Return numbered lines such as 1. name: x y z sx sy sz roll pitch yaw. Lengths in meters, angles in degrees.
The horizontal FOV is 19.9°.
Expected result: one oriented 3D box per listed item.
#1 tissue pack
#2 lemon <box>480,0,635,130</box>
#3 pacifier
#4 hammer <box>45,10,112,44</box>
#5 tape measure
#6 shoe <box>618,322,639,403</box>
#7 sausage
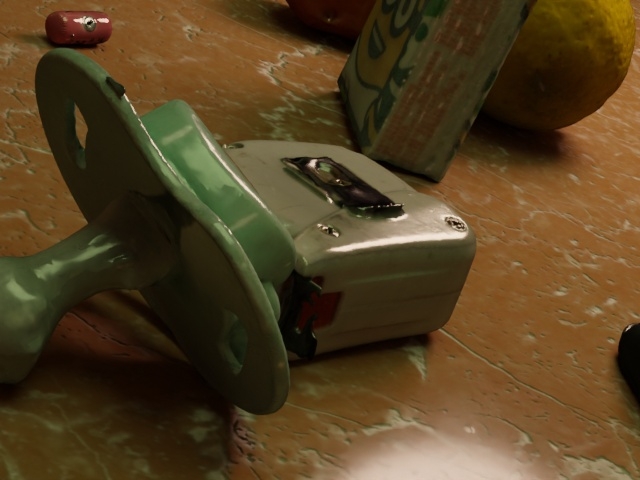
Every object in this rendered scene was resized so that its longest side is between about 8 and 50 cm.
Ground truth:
1. tissue pack: 0.143 -0.255 2.135 0.128 0.311 0.228 18 24 -17
2. lemon: 0.269 -0.276 2.333 0.310 0.253 0.253 50 0 -42
3. pacifier: -0.173 0.024 1.449 0.269 0.288 0.343 -29 69 -19
4. hammer: -0.278 -0.246 2.105 0.083 0.043 0.043 -5 34 -47
5. tape measure: 0.000 0.000 1.702 0.258 0.130 0.265 -8 37 -45
6. shoe: 0.363 0.130 1.766 0.108 0.093 0.241 16 26 -8
7. sausage: 0.073 -0.339 2.454 0.268 0.153 0.141 15 24 -15
